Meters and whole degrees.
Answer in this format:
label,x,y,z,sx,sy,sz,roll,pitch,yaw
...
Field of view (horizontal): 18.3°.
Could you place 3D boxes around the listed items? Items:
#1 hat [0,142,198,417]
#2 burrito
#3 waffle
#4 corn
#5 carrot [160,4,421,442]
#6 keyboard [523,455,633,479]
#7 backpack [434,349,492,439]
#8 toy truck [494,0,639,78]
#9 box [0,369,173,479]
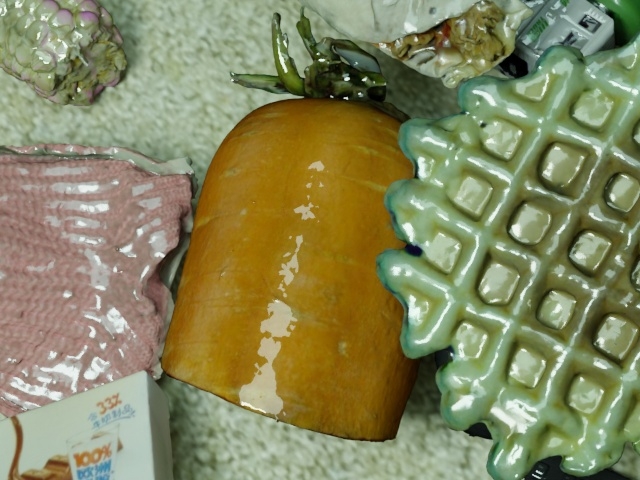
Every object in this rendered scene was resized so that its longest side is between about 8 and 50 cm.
label,x,y,z,sx,sy,sz,roll,pitch,yaw
hat,-0.249,0.021,1.580,0.286,0.107,0.237,13,81,2
burrito,0.020,-0.233,1.604,0.117,0.076,0.392,-46,49,-3
waffle,0.196,0.007,1.371,0.309,0.056,0.292,-21,83,8
corn,-0.305,-0.236,1.697,0.126,0.126,0.335,-43,71,-8
carrot,0.000,0.000,1.498,0.193,0.214,0.331,13,73,-3
keyboard,0.258,0.241,1.443,0.262,0.016,0.106,22,73,18
backpack,0.171,0.102,1.465,0.165,0.120,0.106,-18,64,20
toy truck,0.238,-0.220,1.592,0.125,0.101,0.242,37,79,18
box,-0.233,0.248,1.457,0.273,0.048,0.265,-19,48,13
